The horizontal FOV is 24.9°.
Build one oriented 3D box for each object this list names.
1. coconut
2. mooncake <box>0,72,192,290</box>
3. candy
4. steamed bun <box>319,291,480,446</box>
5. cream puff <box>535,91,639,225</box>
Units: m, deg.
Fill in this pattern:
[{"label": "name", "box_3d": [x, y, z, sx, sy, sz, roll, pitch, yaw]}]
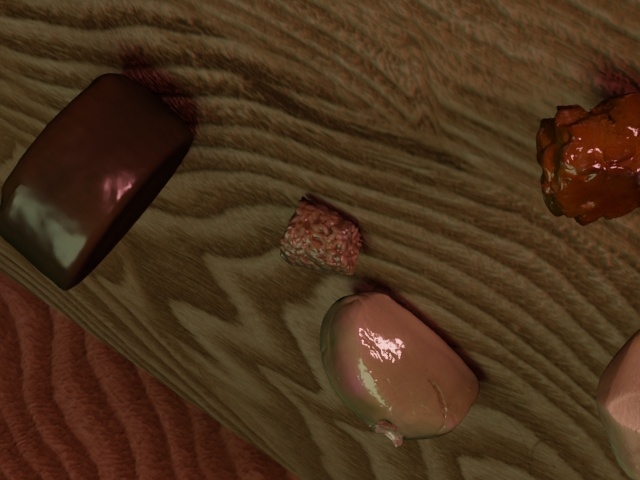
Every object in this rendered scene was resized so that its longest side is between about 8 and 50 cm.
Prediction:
[{"label": "coconut", "box_3d": [0.358, 0.153, 1.429, 0.171, 0.171, 0.183, 12, 125, 54]}, {"label": "mooncake", "box_3d": [-0.306, -0.084, 1.928, 0.155, 0.284, 0.284, 37, 162, 1]}, {"label": "candy", "box_3d": [0.000, 0.000, 1.880, 0.110, 0.085, 0.095, 22, 166, 15]}, {"label": "steamed bun", "box_3d": [0.094, 0.187, 2.006, 0.239, 0.152, 0.170, 40, 161, -10]}, {"label": "cream puff", "box_3d": [0.233, -0.072, 1.204, 0.122, 0.094, 0.116, -26, 142, 38]}]
